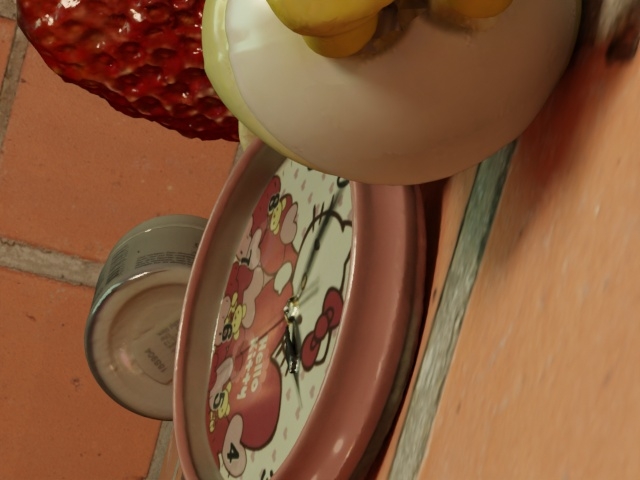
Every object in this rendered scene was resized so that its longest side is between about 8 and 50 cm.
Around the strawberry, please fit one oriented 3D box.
[{"bbox_3d":[-0.110,-0.240,1.165,0.292,0.309,0.292,-170,90,-83],"label":"strawberry"}]

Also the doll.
[{"bbox_3d":[0.019,-0.092,0.509,0.296,0.141,0.117,-124,14,-78],"label":"doll"}]

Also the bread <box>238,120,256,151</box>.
[{"bbox_3d":[0.008,-0.127,0.803,0.182,0.039,0.251,-30,-40,-68],"label":"bread"}]

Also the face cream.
[{"bbox_3d":[-0.150,0.079,1.290,0.153,0.177,0.177,-98,24,-68],"label":"face cream"}]

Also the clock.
[{"bbox_3d":[-0.014,0.041,0.672,0.244,0.056,0.244,-44,38,49],"label":"clock"}]

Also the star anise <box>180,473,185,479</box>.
[{"bbox_3d":[-0.068,0.204,0.820,0.197,0.073,0.212,144,138,-84],"label":"star anise"}]
